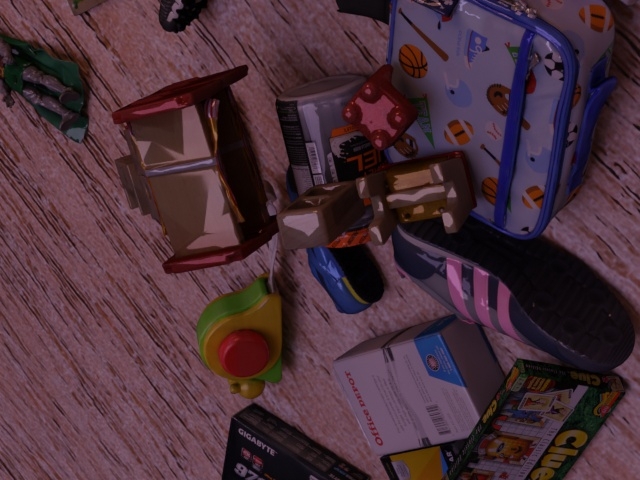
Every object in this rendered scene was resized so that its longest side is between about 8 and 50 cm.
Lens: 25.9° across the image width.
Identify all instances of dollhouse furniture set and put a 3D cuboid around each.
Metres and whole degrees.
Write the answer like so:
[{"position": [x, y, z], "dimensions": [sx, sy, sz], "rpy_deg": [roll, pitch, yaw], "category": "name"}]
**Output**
[{"position": [-0.021, -0.099, 1.542], "dimensions": [0.374, 0.152, 0.201], "rpy_deg": [-9, 105, 25], "category": "dollhouse furniture set"}, {"position": [-0.194, -0.113, 1.859], "dimensions": [0.184, 0.129, 0.128], "rpy_deg": [20, 129, 68], "category": "dollhouse furniture set"}]

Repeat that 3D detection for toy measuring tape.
[{"position": [-0.112, 0.076, 1.856], "dimensions": [0.121, 0.121, 0.330], "rpy_deg": [21, 126, 31], "category": "toy measuring tape"}]

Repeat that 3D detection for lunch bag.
[{"position": [0.186, -0.157, 1.463], "dimensions": [0.243, 0.115, 0.303], "rpy_deg": [33, 143, 27], "category": "lunch bag"}]

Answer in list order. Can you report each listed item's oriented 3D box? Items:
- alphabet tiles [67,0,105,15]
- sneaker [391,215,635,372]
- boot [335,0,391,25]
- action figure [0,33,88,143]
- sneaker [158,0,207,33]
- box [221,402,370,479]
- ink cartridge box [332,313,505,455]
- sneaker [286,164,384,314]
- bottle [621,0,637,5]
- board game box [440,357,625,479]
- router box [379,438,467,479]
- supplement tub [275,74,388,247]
[{"position": [-0.313, -0.463, 1.832], "dimensions": [0.343, 0.011, 0.285], "rpy_deg": [-15, 101, 43], "category": "alphabet tiles"}, {"position": [0.217, 0.064, 1.606], "dimensions": [0.319, 0.112, 0.131], "rpy_deg": [37, 148, 23], "category": "sneaker"}, {"position": [0.064, -0.328, 1.544], "dimensions": [0.137, 0.077, 0.197], "rpy_deg": [21, 123, 37], "category": "boot"}, {"position": [-0.437, -0.241, 2.019], "dimensions": [0.232, 0.063, 0.137], "rpy_deg": [32, 132, 28], "category": "action figure"}, {"position": [-0.167, -0.370, 1.707], "dimensions": [0.106, 0.078, 0.234], "rpy_deg": [35, 126, 15], "category": "sneaker"}, {"position": [-0.041, 0.360, 1.994], "dimensions": [0.220, 0.051, 0.175], "rpy_deg": [30, 128, 26], "category": "box"}, {"position": [0.128, 0.180, 1.739], "dimensions": [0.191, 0.082, 0.139], "rpy_deg": [-20, 99, 45], "category": "ink cartridge box"}, {"position": [0.000, 0.000, 1.765], "dimensions": [0.082, 0.069, 0.209], "rpy_deg": [-24, 95, 48], "category": "sneaker"}, {"position": [0.218, -0.343, 1.389], "dimensions": [0.283, 0.092, 0.118], "rpy_deg": [42, 131, 16], "category": "bottle"}, {"position": [0.244, 0.243, 1.655], "dimensions": [0.030, 0.136, 0.259], "rpy_deg": [-99, 25, -46], "category": "board game box"}, {"position": [0.172, 0.342, 1.810], "dimensions": [0.133, 0.046, 0.178], "rpy_deg": [-21, 97, 44], "category": "router box"}, {"position": [0.022, -0.095, 1.664], "dimensions": [0.117, 0.117, 0.190], "rpy_deg": [1, 112, 40], "category": "supplement tub"}]
